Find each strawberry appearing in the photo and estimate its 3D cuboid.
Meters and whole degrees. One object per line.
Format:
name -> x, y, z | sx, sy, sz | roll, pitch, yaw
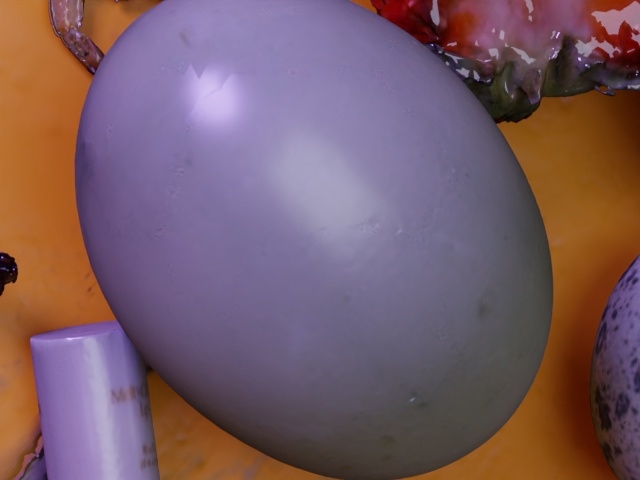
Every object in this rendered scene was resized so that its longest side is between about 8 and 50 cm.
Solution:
strawberry -> 0.084, -0.175, 0.855 | 0.174, 0.098, 0.228 | -16, 95, -23

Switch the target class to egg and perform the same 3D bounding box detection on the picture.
egg -> 0.220, 0.081, 0.903 | 0.132, 0.132, 0.172 | -4, 83, -24
egg -> 0.000, 0.000, 0.760 | 0.203, 0.203, 0.283 | -48, 126, -15

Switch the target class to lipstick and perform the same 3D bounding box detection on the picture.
lipstick -> -0.104, 0.172, 0.800 | 0.059, 0.059, 0.264 | -9, 94, -24

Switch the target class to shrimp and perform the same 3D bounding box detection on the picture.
shrimp -> -0.089, -0.116, 0.819 | 0.114, 0.023, 0.083 | 24, 85, -17

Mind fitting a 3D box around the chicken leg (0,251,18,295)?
chicken leg -> -0.246, -0.008, 0.729 | 0.205, 0.053, 0.093 | -5, 98, -12
